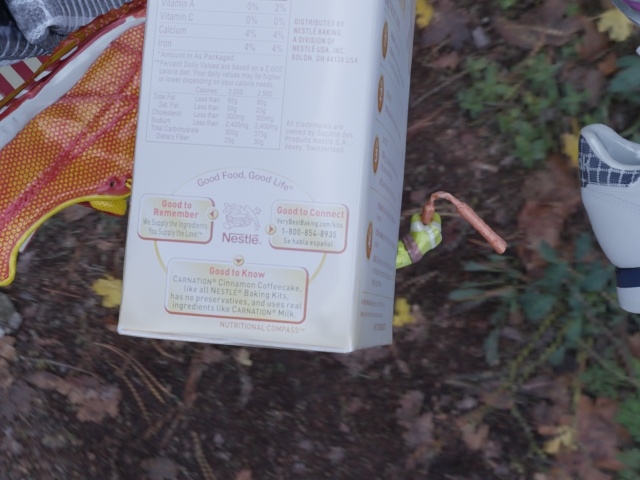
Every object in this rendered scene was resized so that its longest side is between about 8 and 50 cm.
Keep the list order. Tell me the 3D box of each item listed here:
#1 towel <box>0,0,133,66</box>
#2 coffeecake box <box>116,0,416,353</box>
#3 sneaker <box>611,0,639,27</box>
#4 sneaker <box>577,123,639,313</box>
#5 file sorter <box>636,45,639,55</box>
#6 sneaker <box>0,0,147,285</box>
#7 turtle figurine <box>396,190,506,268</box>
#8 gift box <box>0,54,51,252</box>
[{"bbox_3d":[-0.202,-0.220,0.862,0.121,0.284,0.235,-9,100,7],"label":"towel"},{"bbox_3d":[-0.007,-0.061,0.445,0.068,0.142,0.186,4,87,7],"label":"coffeecake box"},{"bbox_3d":[0.189,-0.170,0.825,0.252,0.111,0.103,15,61,3],"label":"sneaker"},{"bbox_3d":[0.226,-0.037,0.634,0.090,0.235,0.095,-20,92,-59],"label":"sneaker"},{"bbox_3d":[0.457,-0.212,1.306,0.173,0.193,0.278,14,119,-51],"label":"file sorter"},{"bbox_3d":[-0.088,-0.051,0.582,0.175,0.064,0.067,-43,111,-16],"label":"sneaker"},{"bbox_3d":[0.000,0.000,1.177,0.269,0.217,0.087,13,76,-27],"label":"turtle figurine"},{"bbox_3d":[-0.318,-0.138,1.234,0.255,0.276,0.258,-57,147,-18],"label":"gift box"}]
